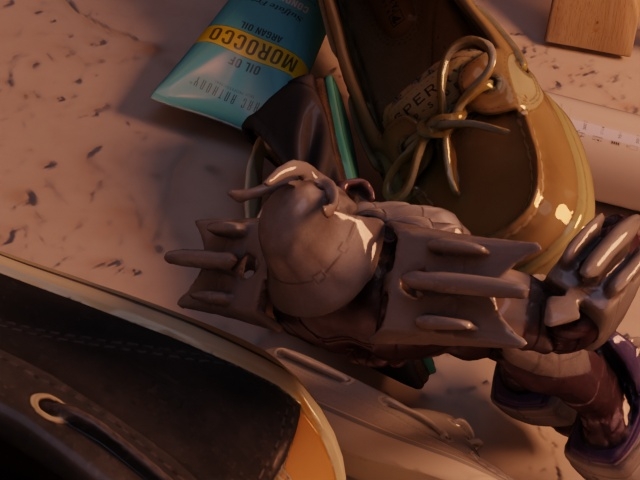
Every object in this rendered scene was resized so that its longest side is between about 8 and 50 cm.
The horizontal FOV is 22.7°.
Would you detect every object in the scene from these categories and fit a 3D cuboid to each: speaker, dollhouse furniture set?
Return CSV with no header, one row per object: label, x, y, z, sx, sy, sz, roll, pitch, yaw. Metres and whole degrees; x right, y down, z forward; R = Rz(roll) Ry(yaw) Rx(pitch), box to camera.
speaker,0.162,-0.049,0.906,0.136,0.055,0.055,13,41,0
dollhouse furniture set,0.222,-0.184,1.098,0.144,0.123,0.151,10,6,-4

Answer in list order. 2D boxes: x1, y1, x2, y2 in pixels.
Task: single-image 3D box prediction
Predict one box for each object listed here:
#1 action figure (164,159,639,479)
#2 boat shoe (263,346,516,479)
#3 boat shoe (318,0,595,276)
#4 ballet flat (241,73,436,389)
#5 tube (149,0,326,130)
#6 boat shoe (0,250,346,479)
action figure,0.061,0.027,0.645,0.185,0.099,0.285,19,-7,42
boat shoe,0.039,0.100,0.705,0.184,0.066,0.063,18,41,20
boat shoe,0.054,-0.086,0.860,0.104,0.089,0.285,-38,45,11
ballet flat,0.000,0.000,0.805,0.074,0.074,0.203,-3,49,-18
tube,-0.027,-0.131,0.958,0.080,0.052,0.207,18,46,7
boat shoe,-0.234,0.062,0.570,0.500,0.187,0.156,17,25,-3
